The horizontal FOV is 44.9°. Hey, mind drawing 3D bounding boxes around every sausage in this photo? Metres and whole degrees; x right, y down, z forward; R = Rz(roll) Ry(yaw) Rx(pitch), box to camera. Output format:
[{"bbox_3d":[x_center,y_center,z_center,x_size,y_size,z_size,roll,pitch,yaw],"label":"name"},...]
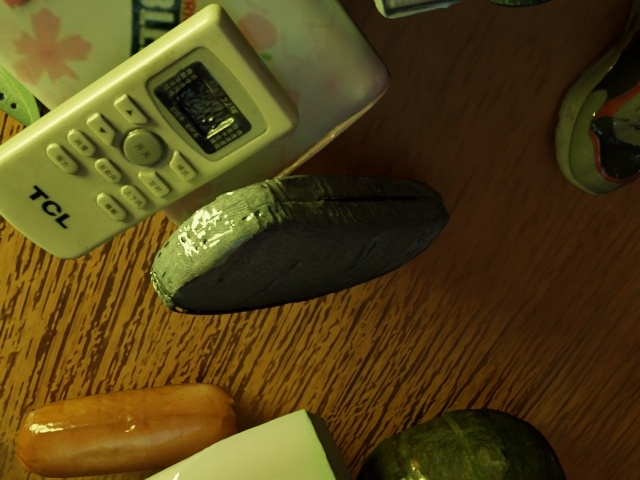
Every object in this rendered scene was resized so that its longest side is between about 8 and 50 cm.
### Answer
[{"bbox_3d":[-0.175,0.172,0.702,0.198,0.076,0.076,-5,123,-7],"label":"sausage"}]

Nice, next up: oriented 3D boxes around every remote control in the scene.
[{"bbox_3d":[-0.113,-0.056,0.464,0.190,0.029,0.087,-28,125,16],"label":"remote control"}]

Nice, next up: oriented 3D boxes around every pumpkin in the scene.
[{"bbox_3d":[0.142,0.269,0.783,0.224,0.157,0.223,-12,133,-13],"label":"pumpkin"}]

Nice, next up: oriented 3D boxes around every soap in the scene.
[{"bbox_3d":[-0.124,0.289,0.721,0.347,0.115,0.208,-28,154,8],"label":"soap"}]

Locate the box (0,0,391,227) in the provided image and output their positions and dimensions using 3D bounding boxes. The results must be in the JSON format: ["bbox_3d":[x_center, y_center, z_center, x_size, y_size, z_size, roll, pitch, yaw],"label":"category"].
[{"bbox_3d":[-0.136,-0.183,0.456,0.190,0.112,0.370,-38,123,12],"label":"box"}]

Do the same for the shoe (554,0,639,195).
[{"bbox_3d":[0.272,-0.118,0.577,0.100,0.125,0.227,10,119,-21],"label":"shoe"}]

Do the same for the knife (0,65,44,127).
[{"bbox_3d":[-0.276,-0.154,0.499,0.043,0.019,0.293,-42,122,13],"label":"knife"}]

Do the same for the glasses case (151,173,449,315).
[{"bbox_3d":[0.000,0.000,0.550,0.109,0.067,0.282,-40,163,28],"label":"glasses case"}]

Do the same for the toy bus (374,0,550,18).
[{"bbox_3d":[0.180,-0.227,0.477,0.330,0.136,0.108,-12,123,-4],"label":"toy bus"}]
